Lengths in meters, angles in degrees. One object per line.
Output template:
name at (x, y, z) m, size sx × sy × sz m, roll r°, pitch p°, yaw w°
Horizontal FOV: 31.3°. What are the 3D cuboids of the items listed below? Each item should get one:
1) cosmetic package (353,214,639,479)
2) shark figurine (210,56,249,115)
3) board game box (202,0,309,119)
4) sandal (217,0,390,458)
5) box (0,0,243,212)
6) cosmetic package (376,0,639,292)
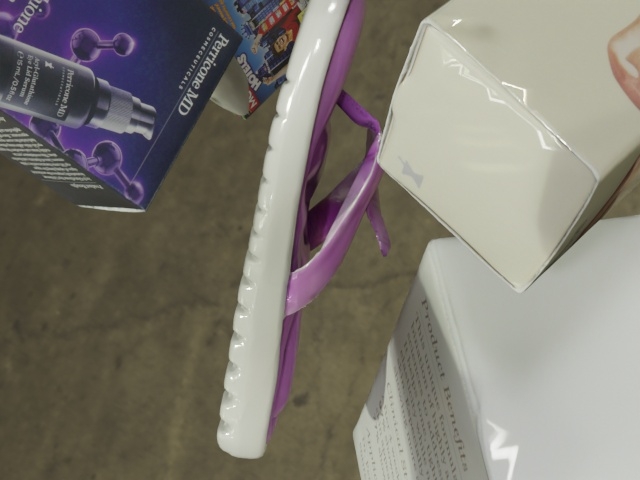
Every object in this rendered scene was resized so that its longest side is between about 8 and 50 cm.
cosmetic package at (0.234, 0.208, 0.875) m, size 0.327 × 0.393 × 0.329 m, roll -7°, pitch 64°, yaw -10°
shark figurine at (-0.194, -0.204, 1.020) m, size 0.116 × 0.278 × 0.166 m, roll 144°, pitch 122°, yaw -64°
board game box at (-0.107, -0.240, 1.264) m, size 0.060 × 0.194 × 0.194 m, roll 24°, pitch 62°, yaw 43°
sandal at (0.002, -0.009, 0.859) m, size 0.169 × 0.102 × 0.416 m, roll -80°, pitch 3°, yaw -55°
box at (-0.182, -0.135, 0.777) m, size 0.108 × 0.207 × 0.153 m, roll 6°, pitch 65°, yaw 52°
cosmetic package at (0.189, -0.124, 0.690) m, size 0.296 × 0.153 × 0.129 m, roll -39°, pitch 75°, yaw -22°
